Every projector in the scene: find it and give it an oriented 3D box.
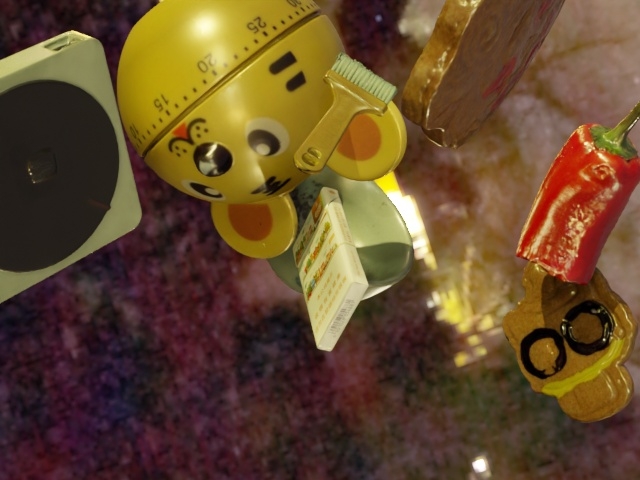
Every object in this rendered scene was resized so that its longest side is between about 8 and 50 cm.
[{"bbox_3d":[-0.347,-0.081,1.432,0.079,0.257,0.259,23,-47,42],"label":"projector"}]

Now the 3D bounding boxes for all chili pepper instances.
[{"bbox_3d":[0.421,-0.106,1.891,0.131,0.134,0.338,-22,136,-60],"label":"chili pepper"}]

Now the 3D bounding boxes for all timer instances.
[{"bbox_3d":[-0.098,-0.186,1.788,0.387,0.376,0.376,54,5,-3],"label":"timer"}]

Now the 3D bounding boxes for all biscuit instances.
[{"bbox_3d":[0.403,0.151,1.993,0.041,0.208,0.290,13,48,-56],"label":"biscuit"},{"bbox_3d":[0.180,-0.215,1.203,0.049,0.273,0.257,30,4,19],"label":"biscuit"}]

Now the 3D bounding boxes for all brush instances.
[{"bbox_3d":[0.021,-0.134,1.362,0.082,0.010,0.218,33,43,-3],"label":"brush"}]

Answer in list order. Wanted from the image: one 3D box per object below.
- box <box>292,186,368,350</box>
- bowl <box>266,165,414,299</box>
[{"bbox_3d":[0.010,0.035,1.709,0.220,0.032,0.122,-105,-145,-52],"label":"box"},{"bbox_3d":[0.000,0.000,2.053,0.289,0.146,0.289,25,38,-22],"label":"bowl"}]
